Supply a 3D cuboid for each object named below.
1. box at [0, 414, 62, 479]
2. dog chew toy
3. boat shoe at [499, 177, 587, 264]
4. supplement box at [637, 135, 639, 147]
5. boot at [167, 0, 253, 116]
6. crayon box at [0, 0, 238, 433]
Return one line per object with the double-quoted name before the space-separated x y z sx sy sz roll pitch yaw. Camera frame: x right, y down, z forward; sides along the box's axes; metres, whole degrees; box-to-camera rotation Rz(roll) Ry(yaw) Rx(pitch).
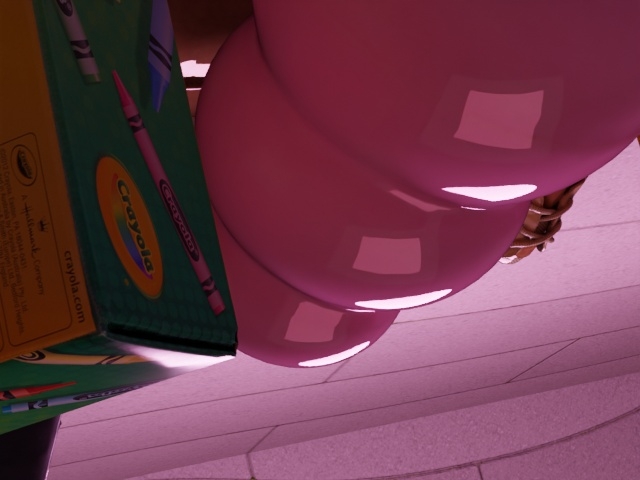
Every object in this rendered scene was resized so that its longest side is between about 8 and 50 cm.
"box" -0.351 0.087 0.824 0.296 0.183 0.294 0 -155 -41
"dog chew toy" 0.031 -0.062 0.719 0.206 0.207 0.332 -2 140 -39
"boat shoe" 0.160 -0.041 1.219 0.122 0.120 0.324 -3 162 -38
"supplement box" 0.323 -0.104 0.984 0.194 0.191 0.129 -23 163 29
"boot" -0.110 -0.124 0.742 0.269 0.089 0.236 -5 170 -36
"crayon box" -0.141 -0.073 0.489 0.165 0.278 0.081 -20 163 23
